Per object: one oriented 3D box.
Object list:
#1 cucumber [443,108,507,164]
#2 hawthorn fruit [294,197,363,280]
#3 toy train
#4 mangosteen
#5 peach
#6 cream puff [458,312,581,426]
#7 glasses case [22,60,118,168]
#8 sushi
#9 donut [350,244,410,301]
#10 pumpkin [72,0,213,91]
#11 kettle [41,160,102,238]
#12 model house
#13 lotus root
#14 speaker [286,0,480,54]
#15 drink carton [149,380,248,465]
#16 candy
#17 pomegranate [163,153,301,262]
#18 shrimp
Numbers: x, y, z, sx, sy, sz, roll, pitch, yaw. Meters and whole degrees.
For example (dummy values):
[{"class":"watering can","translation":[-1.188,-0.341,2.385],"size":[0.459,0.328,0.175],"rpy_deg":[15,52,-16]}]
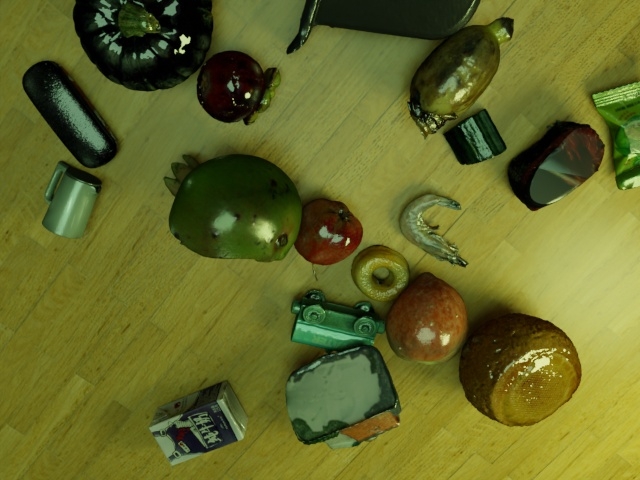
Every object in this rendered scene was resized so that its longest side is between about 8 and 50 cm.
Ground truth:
[{"class":"cucumber","translation":[0.367,-0.237,1.510],"size":[0.117,0.062,0.115],"rpy_deg":[-30,101,7]},{"class":"hawthorn fruit","translation":[0.000,0.000,1.547],"size":[0.163,0.162,0.203],"rpy_deg":[35,121,-10]},{"class":"toy train","translation":[0.038,0.223,1.633],"size":[0.248,0.101,0.159],"rpy_deg":[13,116,-5]},{"class":"mangosteen","translation":[-0.183,-0.338,1.432],"size":[0.180,0.166,0.166],"rpy_deg":[9,109,-31]},{"class":"peach","translation":[0.259,0.190,1.573],"size":[0.233,0.232,0.232],"rpy_deg":[0,107,0]},{"class":"cream puff","translation":[0.481,0.307,1.588],"size":[0.303,0.212,0.302],"rpy_deg":[-8,122,-13]},{"class":"glasses case","translation":[-0.578,-0.290,1.484],"size":[0.103,0.067,0.266],"rpy_deg":[-31,105,10]},{"class":"sushi","translation":[0.547,-0.174,1.501],"size":[0.136,0.126,0.225],"rpy_deg":[43,96,-11]},{"class":"donut","translation":[0.153,0.088,1.610],"size":[0.152,0.058,0.151],"rpy_deg":[-1,108,-2]},{"class":"pumpkin","translation":[-0.376,-0.455,1.329],"size":[0.296,0.296,0.295],"rpy_deg":[0,107,0]},{"class":"kettle","translation":[-0.599,-0.096,1.540],"size":[0.098,0.127,0.148],"rpy_deg":[16,106,-38]},{"class":"model house","translation":[0.082,0.430,1.664],"size":[0.272,0.190,0.301],"rpy_deg":[-24,145,6]},{"class":"lotus root","translation":[0.302,-0.371,1.414],"size":[0.141,0.169,0.314],"rpy_deg":[45,100,12]},{"class":"speaker","translation":[0.128,-0.483,1.381],"size":[0.389,0.180,0.184],"rpy_deg":[6,114,-1]},{"class":"drink carton","translation":[-0.324,0.486,1.706],"size":[0.222,0.102,0.134],"rpy_deg":[-23,108,8]},{"class":"candy","translation":[0.741,-0.253,1.503],"size":[0.149,0.069,0.246],"rpy_deg":[-20,111,11]},{"class":"pomegranate","translation":[-0.200,-0.103,1.437],"size":[0.359,0.310,0.216],"rpy_deg":[39,115,26]},{"class":"shrimp","translation":[0.303,-0.027,1.581],"size":[0.219,0.046,0.152],"rpy_deg":[38,106,-10]}]
